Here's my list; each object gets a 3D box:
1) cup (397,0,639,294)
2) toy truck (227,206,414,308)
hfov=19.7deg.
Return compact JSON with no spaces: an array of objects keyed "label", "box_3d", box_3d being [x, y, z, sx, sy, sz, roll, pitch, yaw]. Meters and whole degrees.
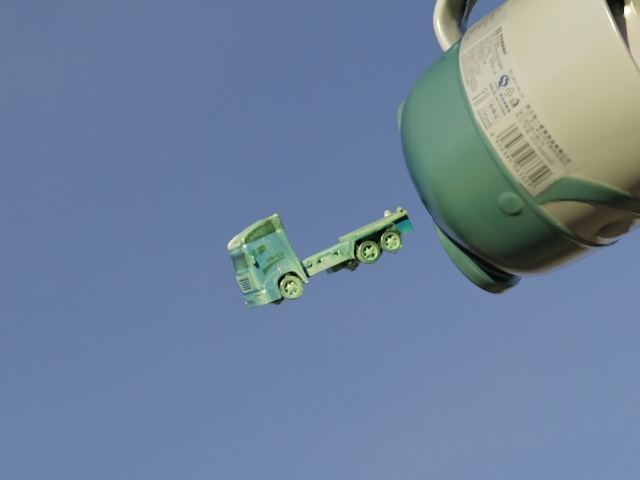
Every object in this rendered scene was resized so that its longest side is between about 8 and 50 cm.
[{"label":"cup","box_3d":[0.196,-0.130,1.538,0.257,0.290,0.219,-34,-28,31]},{"label":"toy truck","box_3d":[0.000,0.000,1.736,0.175,0.081,0.067,-24,2,-20]}]
